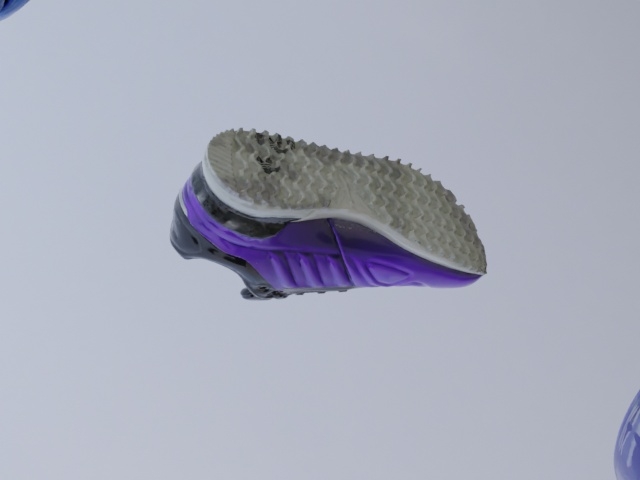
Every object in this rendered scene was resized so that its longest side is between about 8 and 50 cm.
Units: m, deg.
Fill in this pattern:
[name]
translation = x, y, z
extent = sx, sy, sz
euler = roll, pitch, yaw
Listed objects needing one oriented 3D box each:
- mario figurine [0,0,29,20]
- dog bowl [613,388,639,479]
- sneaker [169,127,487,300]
[mario figurine]
translation = -0.164, -0.172, 0.802
extent = 0.320, 0.198, 0.170
euler = -49, -32, -39
[dog bowl]
translation = 0.311, 0.109, 1.038
extent = 0.265, 0.265, 0.104
euler = 21, -152, -49
[sneaker]
translation = 0.000, -0.001, 1.518
extent = 0.293, 0.146, 0.102
euler = 16, -138, -27
